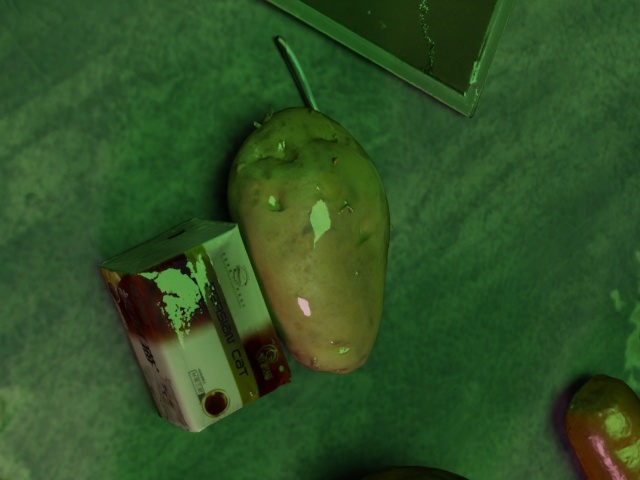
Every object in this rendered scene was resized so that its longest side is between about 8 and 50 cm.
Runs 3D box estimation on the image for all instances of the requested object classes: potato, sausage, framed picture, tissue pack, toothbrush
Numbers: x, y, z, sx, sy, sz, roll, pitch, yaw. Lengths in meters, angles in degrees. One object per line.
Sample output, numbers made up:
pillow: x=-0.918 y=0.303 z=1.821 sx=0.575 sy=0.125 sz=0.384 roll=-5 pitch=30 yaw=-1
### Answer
potato: x=-0.003 y=0.001 z=1.140 sx=0.161 sy=0.128 sz=0.234 roll=5 pitch=86 yaw=-45
sausage: x=0.335 y=0.254 z=1.392 sx=0.098 sy=0.098 sz=0.238 roll=-37 pitch=110 yaw=-23
framed picture: x=0.073 y=-0.279 z=1.234 sx=0.293 sy=0.018 sz=0.231 roll=26 pitch=81 yaw=-30
tissue pack: x=-0.105 y=0.070 z=1.108 sx=0.106 sy=0.099 sz=0.148 roll=-28 pitch=108 yaw=-26
toothbrush: x=0.005 y=-0.106 z=1.210 sx=0.019 sy=0.013 sz=0.193 roll=-41 pitch=113 yaw=-29

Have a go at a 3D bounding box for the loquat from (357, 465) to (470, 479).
loquat: x=0.083 y=0.317 z=1.190 sx=0.238 sy=0.193 sz=0.238 roll=3 pitch=78 yaw=-12
